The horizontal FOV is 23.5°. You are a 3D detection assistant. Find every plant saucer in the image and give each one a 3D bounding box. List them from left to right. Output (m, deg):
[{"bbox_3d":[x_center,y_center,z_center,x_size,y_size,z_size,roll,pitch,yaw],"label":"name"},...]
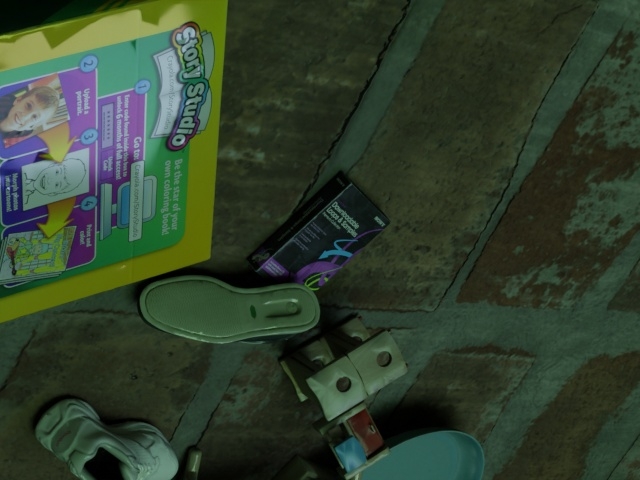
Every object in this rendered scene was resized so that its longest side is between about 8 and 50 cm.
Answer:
[{"bbox_3d":[0.105,0.392,2.314,0.317,0.044,0.318,-23,139,-21],"label":"plant saucer"}]

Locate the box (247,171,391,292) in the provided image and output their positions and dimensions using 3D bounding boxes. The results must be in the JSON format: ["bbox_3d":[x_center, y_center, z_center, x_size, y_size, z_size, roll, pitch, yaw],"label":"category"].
[{"bbox_3d":[0.000,0.000,1.913,0.162,0.029,0.116,-44,142,4],"label":"box"}]

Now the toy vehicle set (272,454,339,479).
[{"bbox_3d":[-0.011,0.423,2.313,0.166,0.035,0.267,-46,142,8],"label":"toy vehicle set"}]

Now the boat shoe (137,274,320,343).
[{"bbox_3d":[-0.118,0.091,1.865,0.233,0.084,0.079,4,163,-30],"label":"boat shoe"}]

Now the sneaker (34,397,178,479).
[{"bbox_3d":[-0.253,0.281,1.911,0.090,0.115,0.232,-49,141,12],"label":"sneaker"}]

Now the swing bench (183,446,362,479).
[{"bbox_3d":[-0.077,0.436,2.106,0.253,0.165,0.255,6,126,-17],"label":"swing bench"}]

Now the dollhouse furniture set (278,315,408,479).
[{"bbox_3d":[0.057,0.214,2.023,0.129,0.129,0.184,-30,104,-12],"label":"dollhouse furniture set"}]

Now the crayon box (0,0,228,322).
[{"bbox_3d":[-0.258,-0.101,1.542,0.313,0.106,0.363,-18,138,-27],"label":"crayon box"}]
